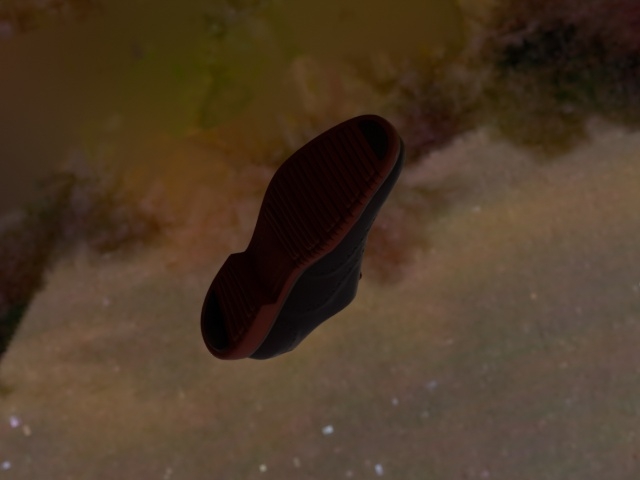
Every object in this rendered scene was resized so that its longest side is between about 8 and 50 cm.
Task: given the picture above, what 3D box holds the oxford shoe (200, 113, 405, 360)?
[{"bbox_3d":[0.000,0.000,1.212,0.098,0.097,0.271,9,133,-40],"label":"oxford shoe"}]
